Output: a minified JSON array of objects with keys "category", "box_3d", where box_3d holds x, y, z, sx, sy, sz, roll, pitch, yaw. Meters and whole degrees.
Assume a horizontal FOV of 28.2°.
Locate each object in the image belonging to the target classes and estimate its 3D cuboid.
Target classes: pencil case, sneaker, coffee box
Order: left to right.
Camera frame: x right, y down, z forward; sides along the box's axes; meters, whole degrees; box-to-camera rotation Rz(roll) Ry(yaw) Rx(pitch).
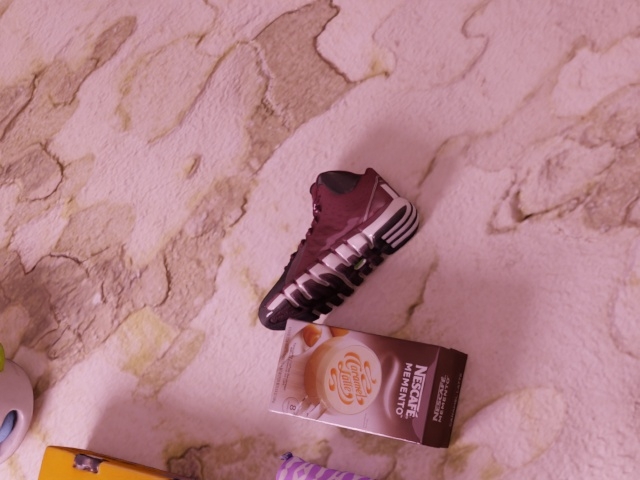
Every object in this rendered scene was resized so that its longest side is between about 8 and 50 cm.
[{"category":"sneaker","box_3d":[0.000,0.000,1.887,0.281,0.106,0.162,-38,57,4]},{"category":"pencil case","box_3d":[0.033,0.362,1.778,0.206,0.088,0.086,12,103,30]},{"category":"coffee box","box_3d":[0.066,0.199,1.792,0.247,0.098,0.141,7,82,30]}]

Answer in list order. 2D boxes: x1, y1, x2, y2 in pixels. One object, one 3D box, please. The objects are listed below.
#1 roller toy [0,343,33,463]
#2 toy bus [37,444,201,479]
[{"category":"roller toy","box_3d":[-0.575,0.276,2.093,0.209,0.146,0.191,-22,59,28]},{"category":"toy bus","box_3d":[-0.280,0.393,1.913,0.333,0.130,0.108,8,81,30]}]
